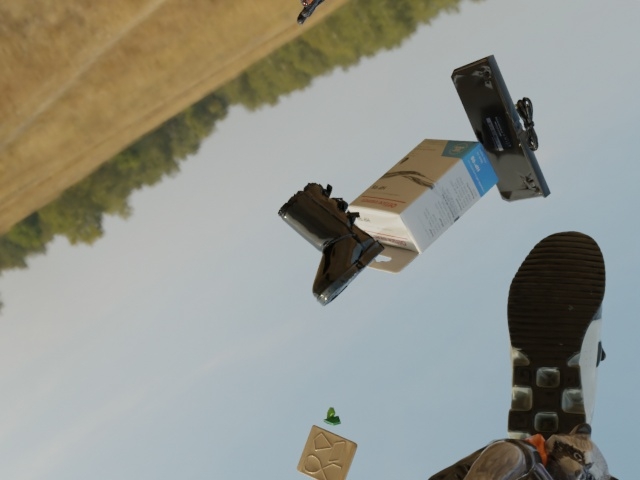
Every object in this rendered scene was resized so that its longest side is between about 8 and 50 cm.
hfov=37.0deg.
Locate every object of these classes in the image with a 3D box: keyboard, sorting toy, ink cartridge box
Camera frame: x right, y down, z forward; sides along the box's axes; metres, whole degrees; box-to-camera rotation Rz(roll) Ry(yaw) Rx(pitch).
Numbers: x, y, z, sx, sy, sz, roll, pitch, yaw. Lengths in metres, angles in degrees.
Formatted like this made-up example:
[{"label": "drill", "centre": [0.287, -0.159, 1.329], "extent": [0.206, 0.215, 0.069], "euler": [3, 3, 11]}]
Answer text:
[{"label": "keyboard", "centre": [0.225, -0.133, 1.143], "extent": [0.023, 0.180, 0.108], "euler": [-30, -170, -26]}, {"label": "sorting toy", "centre": [0.013, 0.237, 1.099], "extent": [0.012, 0.062, 0.083], "euler": [25, 86, -66]}, {"label": "ink cartridge box", "centre": [0.109, -0.044, 1.124], "extent": [0.180, 0.060, 0.104], "euler": [-41, -153, -22]}]

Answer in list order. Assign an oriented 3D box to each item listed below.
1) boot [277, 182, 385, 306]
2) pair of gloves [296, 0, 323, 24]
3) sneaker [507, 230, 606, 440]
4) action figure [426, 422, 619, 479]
[{"label": "boot", "centre": [0.000, 0.000, 0.914], "extent": [0.045, 0.099, 0.121], "euler": [-50, 175, 39]}, {"label": "pair of gloves", "centre": [0.008, -0.188, 0.669], "extent": [0.074, 0.010, 0.083], "euler": [-50, -177, -6]}, {"label": "sneaker", "centre": [0.307, 0.154, 1.252], "extent": [0.122, 0.146, 0.331], "euler": [5, -110, 22]}, {"label": "action figure", "centre": [0.122, 0.246, 0.890], "extent": [0.330, 0.178, 0.341], "euler": [-17, 144, -9]}]
